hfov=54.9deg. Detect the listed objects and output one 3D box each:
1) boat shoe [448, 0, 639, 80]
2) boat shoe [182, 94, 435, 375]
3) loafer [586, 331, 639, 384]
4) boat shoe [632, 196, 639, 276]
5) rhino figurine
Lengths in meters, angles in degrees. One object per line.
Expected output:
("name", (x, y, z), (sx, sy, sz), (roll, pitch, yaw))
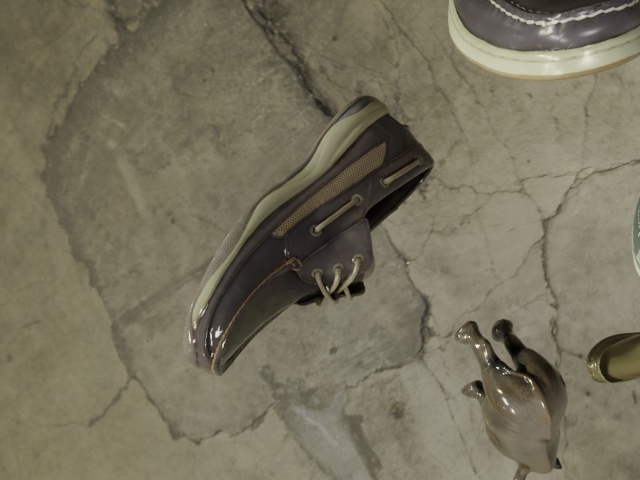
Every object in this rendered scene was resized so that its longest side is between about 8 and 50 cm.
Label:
("boat shoe", (0.128, -0.198, 0.405), (0.103, 0.285, 0.092), (-9, 130, 10))
("boat shoe", (0.000, 0.000, 0.643), (0.130, 0.132, 0.355), (34, 74, 12))
("loafer", (0.396, 0.135, 0.748), (0.148, 0.050, 0.056), (-18, 85, -7))
("boat shoe", (0.324, 0.015, 0.504), (0.116, 0.319, 0.099), (-11, 122, 25))
("rhino figurine", (0.196, 0.176, 0.614), (0.073, 0.243, 0.106), (-29, 46, -6))
